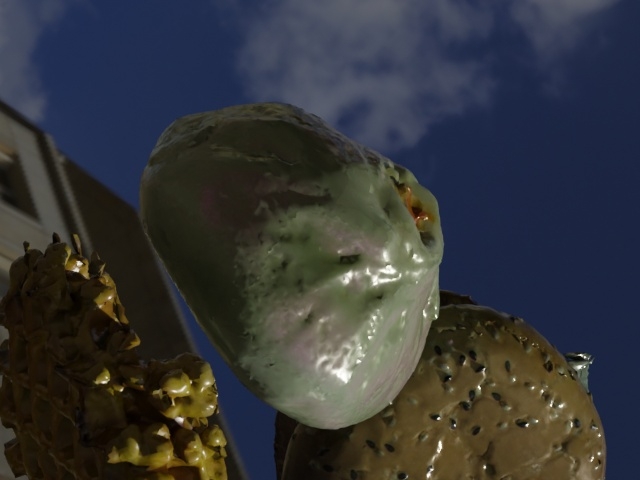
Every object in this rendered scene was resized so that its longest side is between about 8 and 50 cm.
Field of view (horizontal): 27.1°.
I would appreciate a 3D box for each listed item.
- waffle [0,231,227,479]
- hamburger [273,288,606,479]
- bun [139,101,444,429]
[{"bbox_3d":[-0.100,0.097,0.632,0.193,0.070,0.197,56,-33,36],"label":"waffle"},{"bbox_3d":[0.117,0.188,1.305,0.195,0.318,0.276,-141,-122,-75],"label":"hamburger"},{"bbox_3d":[0.000,0.000,1.074,0.187,0.293,0.293,-37,-128,14],"label":"bun"}]
